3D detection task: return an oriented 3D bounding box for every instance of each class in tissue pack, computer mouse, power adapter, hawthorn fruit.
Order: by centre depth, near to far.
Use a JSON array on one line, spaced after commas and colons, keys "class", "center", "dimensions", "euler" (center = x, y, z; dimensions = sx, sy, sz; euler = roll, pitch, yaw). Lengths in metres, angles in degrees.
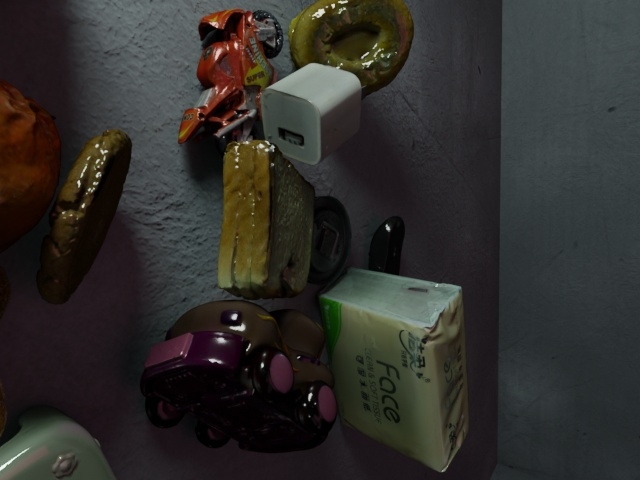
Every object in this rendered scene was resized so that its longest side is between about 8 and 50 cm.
[{"class": "hawthorn fruit", "center": [-0.358, -0.093, 0.430], "dimensions": [0.243, 0.207, 0.208], "euler": [-78, 153, -57]}, {"class": "power adapter", "center": [0.006, -0.248, 0.779], "dimensions": [0.205, 0.130, 0.125], "euler": [-44, 147, -36]}, {"class": "tissue pack", "center": [0.181, 0.301, 1.054], "dimensions": [0.205, 0.331, 0.405], "euler": [-30, 118, -42]}, {"class": "computer mouse", "center": [0.186, 0.032, 1.236], "dimensions": [0.121, 0.073, 0.218], "euler": [-6, 105, -50]}]

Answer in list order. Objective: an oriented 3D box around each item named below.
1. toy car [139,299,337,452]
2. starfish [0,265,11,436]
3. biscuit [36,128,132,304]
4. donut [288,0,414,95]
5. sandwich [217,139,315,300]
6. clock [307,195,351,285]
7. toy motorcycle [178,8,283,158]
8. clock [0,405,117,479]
[{"class": "toy car", "center": [-0.119, 0.212, 0.741], "dimensions": [0.341, 0.271, 0.241], "euler": [49, 32, -35]}, {"class": "starfish", "center": [-0.425, 0.130, 0.462], "dimensions": [0.216, 0.071, 0.238], "euler": [-43, 117, -34]}, {"class": "biscuit", "center": [-0.288, -0.033, 0.521], "dimensions": [0.042, 0.226, 0.226], "euler": [20, 76, -20]}, {"class": "donut", "center": [0.068, -0.405, 0.888], "dimensions": [0.128, 0.261, 0.209], "euler": [-106, 174, -69]}, {"class": "sandwich", "center": [-0.085, -0.017, 0.762], "dimensions": [0.273, 0.095, 0.249], "euler": [28, 64, -76]}, {"class": "clock", "center": [0.000, 0.000, 1.014], "dimensions": [0.214, 0.041, 0.215], "euler": [-8, 100, -52]}, {"class": "toy motorcycle", "center": [-0.151, -0.283, 0.744], "dimensions": [0.171, 0.089, 0.299], "euler": [21, 78, -50]}, {"class": "clock", "center": [-0.398, 0.386, 0.488], "dimensions": [0.324, 0.108, 0.266], "euler": [-33, 121, -45]}]
